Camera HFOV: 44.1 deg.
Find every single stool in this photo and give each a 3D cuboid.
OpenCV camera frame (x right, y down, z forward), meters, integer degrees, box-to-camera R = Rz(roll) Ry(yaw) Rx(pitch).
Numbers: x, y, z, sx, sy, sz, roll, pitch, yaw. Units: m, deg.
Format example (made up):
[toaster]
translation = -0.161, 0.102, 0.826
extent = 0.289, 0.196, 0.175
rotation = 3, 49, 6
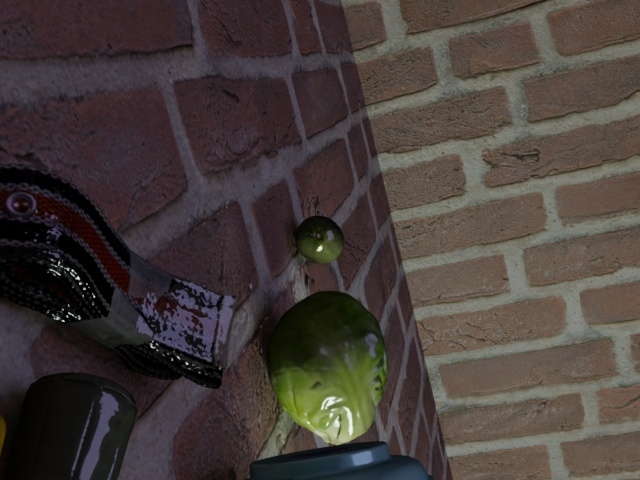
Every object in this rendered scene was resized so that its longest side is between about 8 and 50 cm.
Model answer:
[stool]
translation = -0.208, 0.171, 0.658
extent = 0.096, 0.096, 0.110
rotation = 62, 26, -49

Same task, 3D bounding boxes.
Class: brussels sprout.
[brussels sprout]
translation = 0.014, 0.206, 1.314
extent = 0.244, 0.244, 0.244
rotation = -12, 90, -76

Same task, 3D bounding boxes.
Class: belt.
[belt]
translation = -0.199, 0.051, 0.761
extent = 0.359, 0.126, 0.094
rotation = 48, 42, -54

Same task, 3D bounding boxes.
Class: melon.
[melon]
translation = 0.000, 0.000, 1.626
extent = 0.162, 0.099, 0.099
rotation = 45, 36, -78

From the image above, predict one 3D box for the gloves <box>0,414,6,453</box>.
[gloves]
translation = -0.268, 0.139, 0.449
extent = 0.133, 0.116, 0.294
rotation = 74, 6, -49

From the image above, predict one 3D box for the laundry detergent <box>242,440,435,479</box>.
[laundry detergent]
translation = 0.020, 0.414, 0.964
extent = 0.287, 0.287, 0.305
rotation = 30, 50, -72
